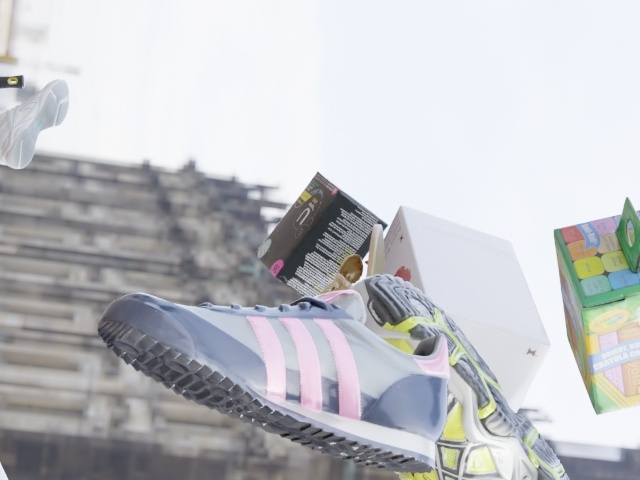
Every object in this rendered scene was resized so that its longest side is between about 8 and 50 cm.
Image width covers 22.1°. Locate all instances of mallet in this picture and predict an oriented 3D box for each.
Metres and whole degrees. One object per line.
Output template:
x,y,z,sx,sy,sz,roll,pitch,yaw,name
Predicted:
-0.481,-0.193,2.128,0.039,0.190,0.062,98,-4,-80,mallet

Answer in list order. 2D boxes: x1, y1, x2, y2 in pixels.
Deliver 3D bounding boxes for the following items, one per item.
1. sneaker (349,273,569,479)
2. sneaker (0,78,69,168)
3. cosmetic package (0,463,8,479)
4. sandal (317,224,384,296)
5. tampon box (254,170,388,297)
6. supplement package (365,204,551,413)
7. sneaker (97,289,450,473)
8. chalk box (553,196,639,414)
0.126,0.199,1.647,0.384,0.147,0.145,54,11,-24,sneaker
-0.348,-0.144,1.929,0.152,0.061,0.053,-57,149,-43,sneaker
-0.511,0.375,1.878,0.394,0.329,0.327,25,-43,62,cosmetic package
0.027,0.082,1.867,0.088,0.079,0.240,75,16,-55,sandal
0.000,0.000,2.416,0.161,0.101,0.120,-53,-157,2,tampon box
0.165,0.111,2.159,0.293,0.175,0.177,-100,-148,-63,supplement package
-0.031,0.088,1.369,0.112,0.319,0.131,-17,-128,58,sneaker
0.442,0.076,2.338,0.180,0.179,0.289,-100,176,-52,chalk box
